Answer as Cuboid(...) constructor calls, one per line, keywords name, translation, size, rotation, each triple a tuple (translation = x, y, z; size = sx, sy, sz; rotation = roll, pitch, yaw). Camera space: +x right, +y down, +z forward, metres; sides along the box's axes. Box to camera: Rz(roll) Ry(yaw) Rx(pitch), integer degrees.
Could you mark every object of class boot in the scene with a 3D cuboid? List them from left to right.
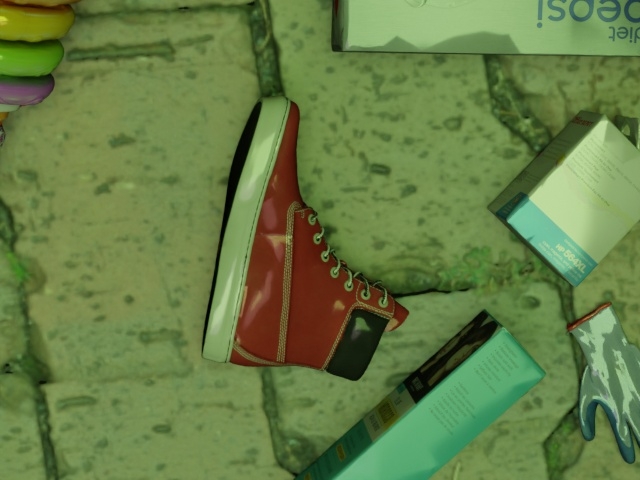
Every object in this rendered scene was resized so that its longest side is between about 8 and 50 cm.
Cuboid(name="boot", translation=(0.000, 0.000, 1.482), size=(0.176, 0.088, 0.244), rotation=(8, 105, -6))

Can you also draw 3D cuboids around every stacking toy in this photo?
Cuboid(name="stacking toy", translation=(-0.274, -0.170, 1.416), size=(0.166, 0.175, 0.302), rotation=(12, 107, -4))

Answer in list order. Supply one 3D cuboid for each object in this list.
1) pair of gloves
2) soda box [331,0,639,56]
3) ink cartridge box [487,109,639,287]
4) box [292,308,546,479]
Cuboid(name="pair of gloves", translation=(0.318, 0.113, 1.552), size=(0.198, 0.023, 0.159), rotation=(-27, 98, -1))
Cuboid(name="soda box", translation=(0.155, -0.208, 1.462), size=(0.286, 0.091, 0.098), rotation=(1, 97, -5))
Cuboid(name="ink cartridge box", translation=(0.234, -0.045, 1.489), size=(0.090, 0.092, 0.143), rotation=(44, 93, -9))
Cuboid(name="box", translation=(0.082, 0.169, 1.500), size=(0.244, 0.100, 0.060), rotation=(-42, 98, 1))
